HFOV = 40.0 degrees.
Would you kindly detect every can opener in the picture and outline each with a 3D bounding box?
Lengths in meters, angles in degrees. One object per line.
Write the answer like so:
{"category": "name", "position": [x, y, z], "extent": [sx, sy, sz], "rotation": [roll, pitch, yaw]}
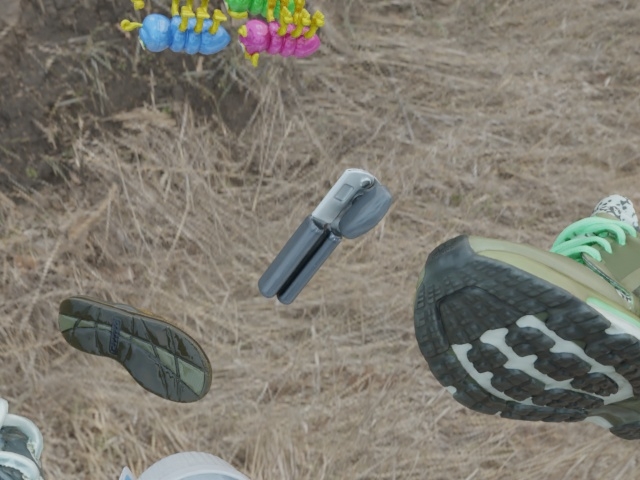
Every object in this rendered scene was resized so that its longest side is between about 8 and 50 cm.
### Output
{"category": "can opener", "position": [0.000, 0.000, 1.404], "extent": [0.074, 0.280, 0.093], "rotation": [26, 29, -30]}

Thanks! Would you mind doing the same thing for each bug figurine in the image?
{"category": "bug figurine", "position": [-0.111, -0.250, 0.946], "extent": [0.216, 0.072, 0.279], "rotation": [2, 31, -18]}

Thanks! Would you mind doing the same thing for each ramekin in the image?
{"category": "ramekin", "position": [-0.182, 0.399, 1.242], "extent": [0.207, 0.109, 0.207], "rotation": [-4, 102, -21]}

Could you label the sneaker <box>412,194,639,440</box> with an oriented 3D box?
{"category": "sneaker", "position": [0.212, 0.044, 0.694], "extent": [0.410, 0.158, 0.182], "rotation": [22, 53, -41]}

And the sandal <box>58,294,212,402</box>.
{"category": "sandal", "position": [-0.217, 0.121, 1.052], "extent": [0.219, 0.090, 0.060], "rotation": [17, 15, 23]}

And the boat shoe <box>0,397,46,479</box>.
{"category": "boat shoe", "position": [-0.156, 0.101, 0.323], "extent": [0.116, 0.319, 0.099], "rotation": [24, 68, -26]}

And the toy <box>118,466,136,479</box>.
{"category": "toy", "position": [-0.109, 0.303, 0.691], "extent": [0.056, 0.237, 0.137], "rotation": [-5, 40, 14]}
